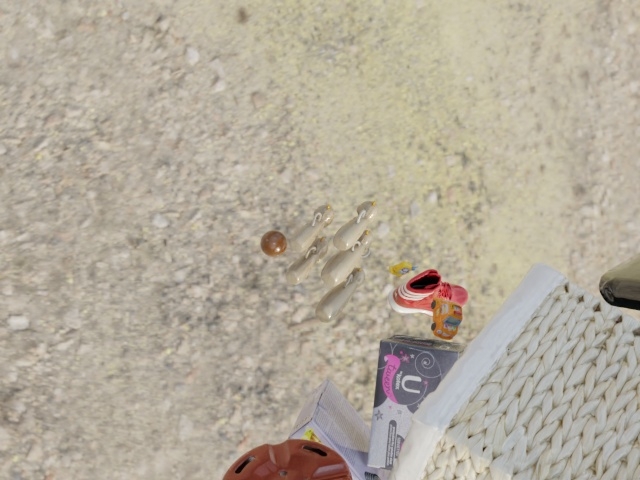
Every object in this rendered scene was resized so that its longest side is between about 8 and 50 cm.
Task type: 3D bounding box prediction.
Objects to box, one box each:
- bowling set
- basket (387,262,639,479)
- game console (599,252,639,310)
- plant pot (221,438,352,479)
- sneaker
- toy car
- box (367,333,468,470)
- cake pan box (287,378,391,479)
[{"bbox_3d":[0.000,0.000,1.678,0.199,0.287,0.154,32,49,14],"label":"bowling set"},{"bbox_3d":[0.273,0.271,1.073,0.331,0.266,0.328,-43,154,-39],"label":"basket"},{"bbox_3d":[0.416,-0.030,0.616,0.341,0.386,0.060,-24,91,-4],"label":"game console"},{"bbox_3d":[-0.039,0.475,1.339,0.272,0.272,0.265,-28,125,-37],"label":"plant pot"},{"bbox_3d":[0.282,0.124,2.025,0.221,0.128,0.087,-4,68,-29],"label":"sneaker"},{"bbox_3d":[0.142,0.079,1.130,0.122,0.040,0.060,35,52,-18],"label":"toy car"},{"bbox_3d":[0.191,0.319,1.667,0.142,0.163,0.247,7,90,-72],"label":"box"},{"bbox_3d":[0.056,0.419,1.716,0.246,0.070,0.267,51,12,-3],"label":"cake pan box"}]
